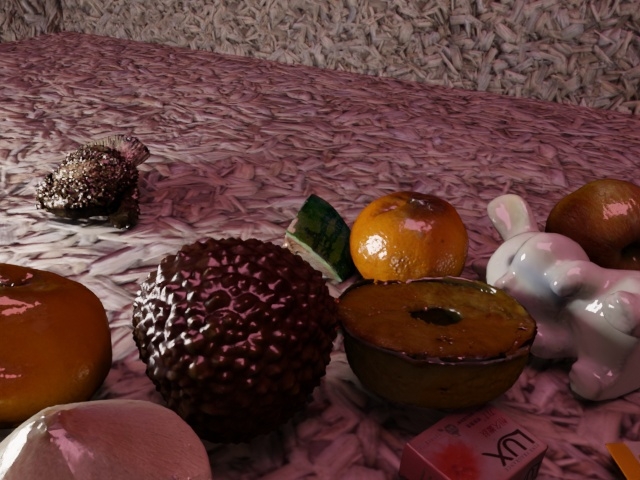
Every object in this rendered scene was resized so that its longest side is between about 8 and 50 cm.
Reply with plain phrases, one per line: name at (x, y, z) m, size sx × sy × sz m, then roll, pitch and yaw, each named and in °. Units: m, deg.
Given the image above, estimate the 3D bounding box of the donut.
donut at (0.157, 0.138, 0.822) m, size 0.272 × 0.107 × 0.272 m, roll 0°, pitch 22°, yaw 0°

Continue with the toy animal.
toy animal at (0.392, 0.074, 0.962) m, size 0.241 × 0.196 × 0.368 m, roll -10°, pitch 33°, yaw -39°

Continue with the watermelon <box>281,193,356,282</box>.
watermelon at (0.020, -0.006, 1.154) m, size 0.146 × 0.128 × 0.231 m, roll 28°, pitch 30°, yaw 4°

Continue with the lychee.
lychee at (-0.097, 0.112, 0.742) m, size 0.268 × 0.267 × 0.267 m, roll 4°, pitch 29°, yaw -2°

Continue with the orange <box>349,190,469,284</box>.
orange at (0.159, 0.001, 1.075) m, size 0.224 × 0.170 × 0.224 m, roll 6°, pitch 28°, yaw -3°

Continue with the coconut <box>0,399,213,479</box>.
coconut at (-0.196, 0.242, 0.514) m, size 0.224 × 0.234 × 0.224 m, roll 5°, pitch 33°, yaw -3°

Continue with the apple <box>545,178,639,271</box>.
apple at (0.534, -0.011, 1.113) m, size 0.211 × 0.211 × 0.188 m, roll -1°, pitch 29°, yaw -10°

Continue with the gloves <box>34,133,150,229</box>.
gloves at (-0.464, -0.119, 1.233) m, size 0.210 × 0.135 × 0.312 m, roll 7°, pitch 29°, yaw 5°

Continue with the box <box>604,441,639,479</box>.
box at (0.485, 0.300, 0.720) m, size 0.247 × 0.033 × 0.129 m, roll 2°, pitch 29°, yaw -6°

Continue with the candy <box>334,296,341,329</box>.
candy at (0.070, 0.149, 0.935) m, size 0.185 × 0.049 × 0.055 m, roll 30°, pitch 75°, yaw 25°

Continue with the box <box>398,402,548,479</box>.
box at (0.183, 0.264, 0.714) m, size 0.156 × 0.060 × 0.111 m, roll -20°, pitch 39°, yaw -37°

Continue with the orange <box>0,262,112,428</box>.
orange at (-0.385, 0.130, 0.741) m, size 0.249 × 0.183 × 0.249 m, roll 2°, pitch 28°, yaw -1°
